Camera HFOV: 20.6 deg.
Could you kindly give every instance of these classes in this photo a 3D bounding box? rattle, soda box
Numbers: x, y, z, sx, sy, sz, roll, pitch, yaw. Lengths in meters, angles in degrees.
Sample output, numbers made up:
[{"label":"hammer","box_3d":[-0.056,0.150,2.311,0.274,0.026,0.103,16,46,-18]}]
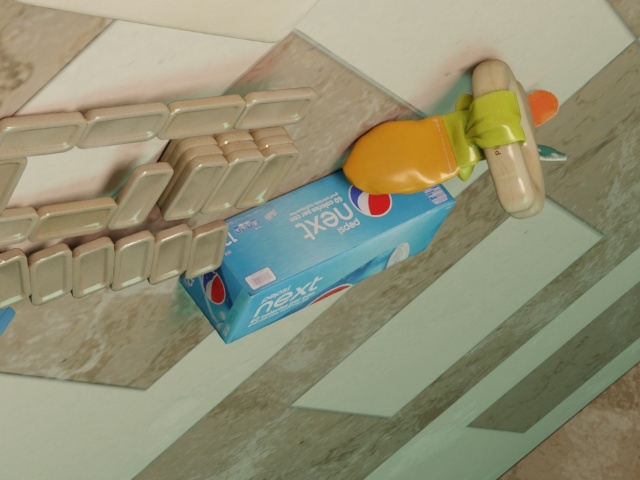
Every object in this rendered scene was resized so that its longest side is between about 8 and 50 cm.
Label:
[{"label":"rattle","box_3d":[0.116,-0.072,1.402,0.142,0.130,0.200,-32,-170,16]},{"label":"soda box","box_3d":[0.000,0.000,1.357,0.210,0.067,0.071,-24,157,-34]}]

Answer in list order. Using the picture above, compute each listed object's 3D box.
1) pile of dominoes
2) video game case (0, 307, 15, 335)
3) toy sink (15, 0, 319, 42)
[{"label":"pile of dominoes","box_3d":[-0.132,-0.034,1.123,0.251,0.040,0.196,-9,148,-40]},{"label":"video game case","box_3d":[-0.268,0.118,1.143,0.166,0.015,0.119,-45,-170,19]},{"label":"toy sink","box_3d":[-0.057,-0.185,0.725,0.153,0.131,0.234,-45,165,20]}]
